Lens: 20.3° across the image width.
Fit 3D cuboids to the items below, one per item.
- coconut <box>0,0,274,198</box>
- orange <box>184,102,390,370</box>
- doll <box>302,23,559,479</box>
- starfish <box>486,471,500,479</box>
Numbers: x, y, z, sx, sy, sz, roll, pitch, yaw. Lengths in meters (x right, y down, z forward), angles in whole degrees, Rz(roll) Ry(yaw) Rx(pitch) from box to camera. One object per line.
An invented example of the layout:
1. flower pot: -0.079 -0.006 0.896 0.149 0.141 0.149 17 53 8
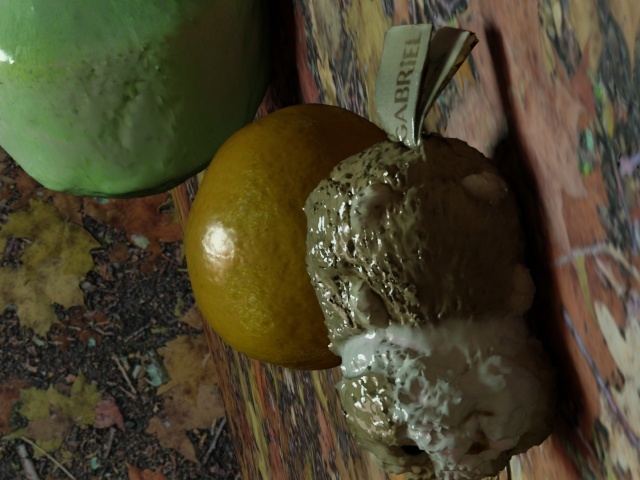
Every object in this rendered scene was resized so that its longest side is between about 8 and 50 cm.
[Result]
1. coconut: -0.180 -0.201 1.469 0.328 0.281 0.328 -4 -90 -86
2. orange: 0.000 0.000 1.039 0.136 0.159 0.159 5 113 35
3. doll: 0.046 0.009 0.852 0.115 0.105 0.221 -128 24 -86
4. starfish: 0.083 0.101 1.001 0.078 0.028 0.091 89 165 -76
